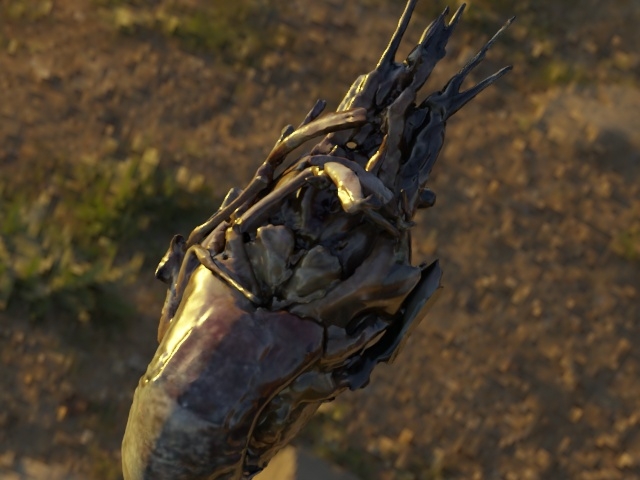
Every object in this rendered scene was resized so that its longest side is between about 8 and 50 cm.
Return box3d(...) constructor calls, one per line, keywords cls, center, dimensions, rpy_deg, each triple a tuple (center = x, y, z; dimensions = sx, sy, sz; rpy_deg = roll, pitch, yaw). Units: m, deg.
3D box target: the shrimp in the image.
box3d(cls="shrimp", center=(-0.003, -0.001, 1.030), dimensions=(0.116, 0.343, 0.145), rpy_deg=(28, -8, 28))
